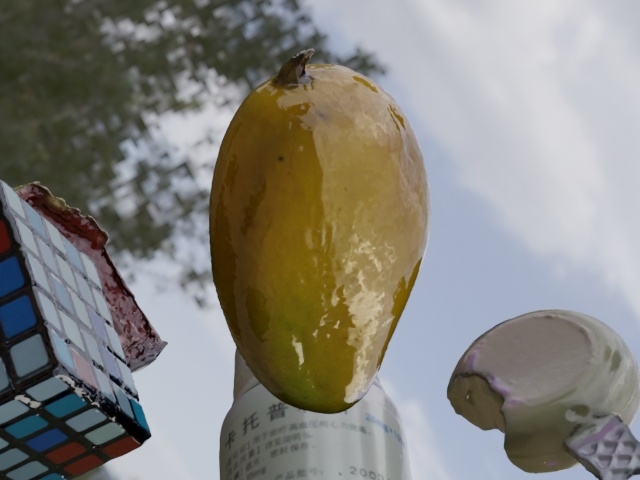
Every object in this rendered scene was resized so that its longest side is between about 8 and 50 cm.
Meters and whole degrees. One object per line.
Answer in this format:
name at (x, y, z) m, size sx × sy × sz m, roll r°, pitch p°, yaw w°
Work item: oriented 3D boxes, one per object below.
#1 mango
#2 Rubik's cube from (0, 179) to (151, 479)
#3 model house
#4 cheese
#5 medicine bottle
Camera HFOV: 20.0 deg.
mango at (0.000, 0.000, 1.359) m, size 0.119 × 0.176 × 0.317 m, roll 37°, pitch -45°, yaw 47°
Rubik's cube at (-0.264, 0.093, 1.408) m, size 0.184 × 0.182 × 0.187 m, roll 67°, pitch 8°, yaw 30°
model house at (-0.315, 0.054, 1.883) m, size 0.196 × 0.160 × 0.254 m, roll -16°, pitch -72°, yaw 50°
cheese at (0.219, 0.152, 1.587) m, size 0.082 × 0.163 × 0.286 m, roll 64°, pitch -4°, yaw -26°
medicine bottle at (-0.004, 0.207, 1.584) m, size 0.293 × 0.170 × 0.170 m, roll -94°, pitch 169°, yaw -46°
